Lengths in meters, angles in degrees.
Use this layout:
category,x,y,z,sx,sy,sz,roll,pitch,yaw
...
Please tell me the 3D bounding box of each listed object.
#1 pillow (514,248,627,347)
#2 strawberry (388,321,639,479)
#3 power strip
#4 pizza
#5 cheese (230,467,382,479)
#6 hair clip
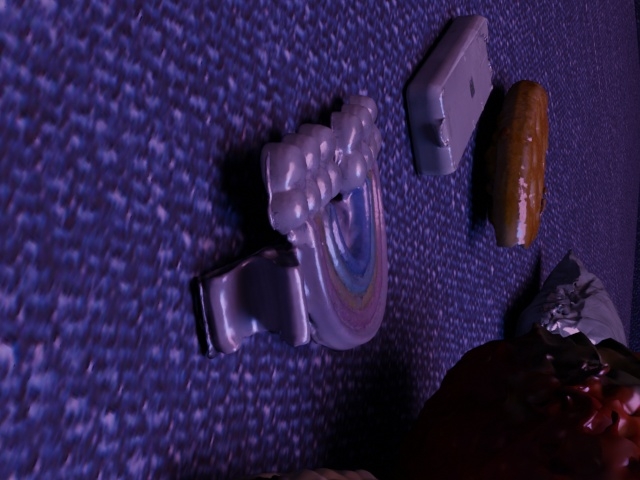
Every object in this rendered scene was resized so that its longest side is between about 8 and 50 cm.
category,x,y,z,sx,sy,sz,roll,pitch,yaw
pillow,0.330,0.177,1.176,0.310,0.138,0.283,-31,110,-65
strawberry,0.145,0.235,0.620,0.312,0.267,0.351,-12,134,-60
power strip,0.116,-0.131,0.790,0.192,0.035,0.081,-58,141,-50
pizza,0.207,-0.089,0.972,0.127,0.058,0.246,56,40,-51
cheese,-0.004,0.178,0.458,0.167,0.093,0.123,39,48,-66
hair clip,0.000,0.000,0.521,0.220,0.054,0.140,-42,122,-64
